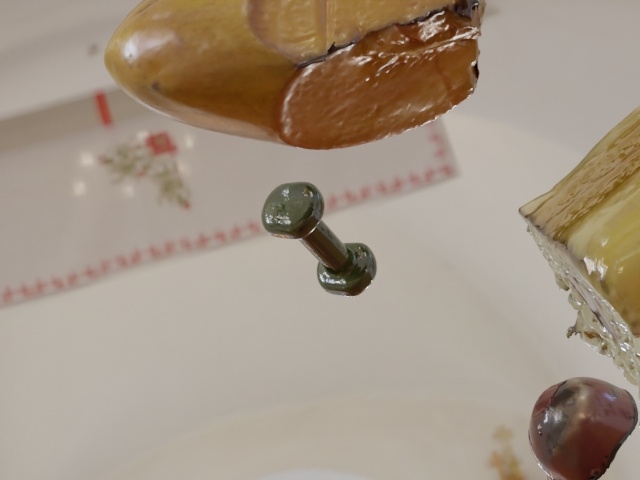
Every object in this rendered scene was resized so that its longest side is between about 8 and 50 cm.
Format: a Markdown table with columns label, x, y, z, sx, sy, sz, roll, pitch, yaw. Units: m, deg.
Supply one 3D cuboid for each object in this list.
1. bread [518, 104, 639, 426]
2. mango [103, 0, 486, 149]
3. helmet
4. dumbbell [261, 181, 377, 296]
| label | x | y | z | sx | sy | sz | roll | pitch | yaw |
| --- | --- | --- | --- | --- | --- | --- | --- | --- | --- |
| bread | 0.155 | -0.017 | 0.607 | 0.173 | 0.085 | 0.134 | -40 | 11 | 4 |
| mango | -0.011 | -0.128 | 1.103 | 0.252 | 0.154 | 0.126 | -10 | -44 | -6 |
| helmet | 0.154 | 0.119 | 1.090 | 0.049 | 0.065 | 0.084 | 31 | -83 | -27 |
| dumbbell | 0.000 | 0.000 | 1.353 | 0.052 | 0.046 | 0.118 | 1 | -28 | 30 |
